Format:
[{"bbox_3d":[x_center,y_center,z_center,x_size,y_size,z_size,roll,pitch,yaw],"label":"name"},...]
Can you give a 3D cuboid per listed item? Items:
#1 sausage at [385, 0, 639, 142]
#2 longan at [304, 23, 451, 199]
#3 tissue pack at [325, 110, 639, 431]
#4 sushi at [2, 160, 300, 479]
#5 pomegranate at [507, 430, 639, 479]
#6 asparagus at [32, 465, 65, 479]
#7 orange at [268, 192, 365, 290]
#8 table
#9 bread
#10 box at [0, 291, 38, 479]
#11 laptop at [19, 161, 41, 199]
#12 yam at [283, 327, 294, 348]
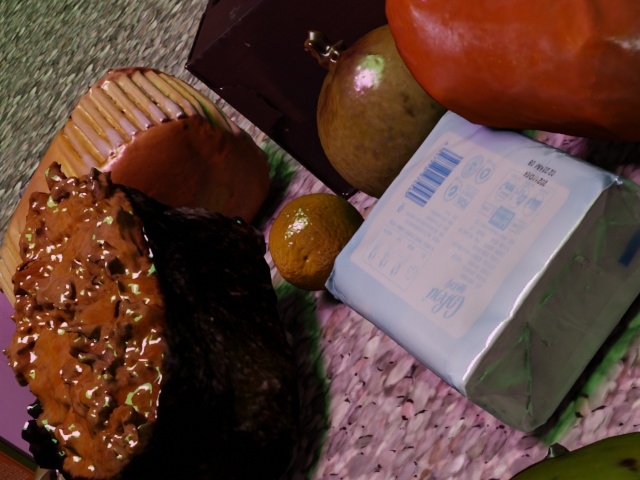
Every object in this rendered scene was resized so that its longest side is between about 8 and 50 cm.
[{"bbox_3d":[0.169,-0.154,1.306,0.268,0.141,0.153,14,44,35],"label":"sausage"},{"bbox_3d":[0.058,-0.110,1.510,0.155,0.176,0.145,-49,5,38],"label":"longan"},{"bbox_3d":[0.121,0.013,1.324,0.177,0.089,0.263,-54,25,0],"label":"tissue pack"},{"bbox_3d":[-0.151,0.107,1.534,0.234,0.207,0.348,-54,31,20],"label":"sushi"},{"bbox_3d":[0.142,0.232,0.790,0.260,0.260,0.341,-41,29,26],"label":"pomegranate"},{"bbox_3d":[-0.220,0.252,1.641,0.080,0.080,0.287,-45,23,17],"label":"asparagus"},{"bbox_3d":[0.000,0.000,1.574,0.085,0.085,0.095,-44,4,20],"label":"orange"},{"bbox_3d":[0.050,-0.240,1.695,0.250,0.196,0.282,-39,24,32],"label":"table"},{"bbox_3d":[-0.179,-0.010,1.812,0.288,0.204,0.156,-53,43,7],"label":"bread"},{"bbox_3d":[-0.355,0.151,1.881,0.148,0.195,0.177,-36,29,35],"label":"box"},{"bbox_3d":[-0.203,-0.064,1.920,0.026,0.207,0.154,35,89,33],"label":"laptop"},{"bbox_3d":[-0.059,0.077,1.641,0.032,0.032,0.145,-56,24,-7],"label":"yam"}]
